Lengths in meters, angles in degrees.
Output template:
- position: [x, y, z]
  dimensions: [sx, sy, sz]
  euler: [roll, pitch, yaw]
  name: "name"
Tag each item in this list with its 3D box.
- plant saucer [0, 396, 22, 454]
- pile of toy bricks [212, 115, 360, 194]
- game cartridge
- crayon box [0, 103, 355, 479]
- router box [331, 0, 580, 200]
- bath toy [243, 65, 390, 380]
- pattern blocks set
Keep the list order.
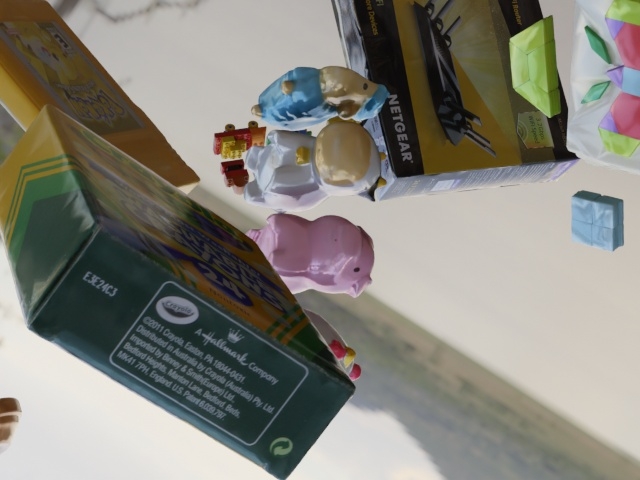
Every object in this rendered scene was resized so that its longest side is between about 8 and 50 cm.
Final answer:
- position: [-0.355, 0.197, 1.513]
  dimensions: [0.037, 0.200, 0.200]
  euler: [64, -174, 9]
  name: "plant saucer"
- position: [-0.029, -0.097, 2.212]
  dimensions: [0.118, 0.212, 0.105]
  euler: [98, 157, -48]
  name: "pile of toy bricks"
- position: [-0.307, -0.172, 2.126]
  dimensions: [0.324, 0.052, 0.285]
  euler: [47, -165, 5]
  name: "game cartridge"
- position: [-0.117, 0.018, 1.169]
  dimensions: [0.203, 0.083, 0.323]
  euler: [34, -174, -25]
  name: "crayon box"
- position: [0.159, -0.213, 2.073]
  dimensions: [0.243, 0.309, 0.081]
  euler: [-7, 162, -18]
  name: "router box"
- position: [0.000, 0.000, 1.742]
  dimensions: [0.129, 0.348, 0.151]
  euler: [15, 159, -29]
  name: "bath toy"
- position: [0.270, -0.133, 1.399]
  dimensions: [0.285, 0.325, 0.026]
  euler: [5, -157, 46]
  name: "pattern blocks set"
